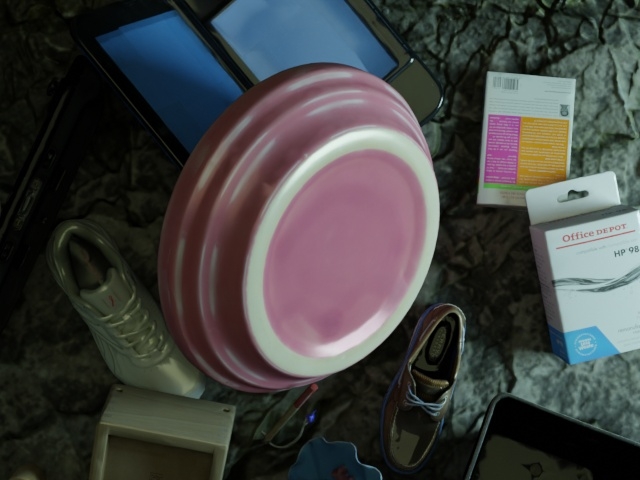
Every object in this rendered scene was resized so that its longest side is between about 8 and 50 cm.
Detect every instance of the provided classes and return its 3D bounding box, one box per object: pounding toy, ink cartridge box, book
[{"bbox_3d":[-0.203,0.241,1.374,0.206,0.094,0.181,11,111,-1],"label":"pounding toy"},{"bbox_3d":[0.280,0.027,1.419,0.104,0.060,0.180,-13,99,-4],"label":"ink cartridge box"},{"bbox_3d":[0.218,-0.105,1.467,0.096,0.035,0.144,6,83,1],"label":"book"}]

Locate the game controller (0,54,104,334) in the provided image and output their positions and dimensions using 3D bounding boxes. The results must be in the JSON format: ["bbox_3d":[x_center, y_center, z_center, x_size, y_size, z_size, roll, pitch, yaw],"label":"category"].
[{"bbox_3d":[-0.298,-0.033,1.365,0.067,0.166,0.319,23,82,-3],"label":"game controller"}]

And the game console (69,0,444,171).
[{"bbox_3d":[-0.056,-0.178,1.386,0.250,0.173,0.293,-40,87,6],"label":"game console"}]

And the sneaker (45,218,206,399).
[{"bbox_3d":[-0.203,0.075,1.382,0.090,0.115,0.232,-41,87,-6],"label":"sneaker"}]

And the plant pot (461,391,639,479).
[{"bbox_3d":[0.214,0.268,1.356,0.188,0.167,0.187,21,83,-1],"label":"plant pot"}]

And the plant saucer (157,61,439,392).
[{"bbox_3d":[0.000,0.000,1.311,0.084,0.332,0.332,26,81,41],"label":"plant saucer"}]

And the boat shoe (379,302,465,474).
[{"bbox_3d":[0.104,0.151,1.414,0.066,0.066,0.183,14,83,-1],"label":"boat shoe"}]

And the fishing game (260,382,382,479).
[{"bbox_3d":[0.020,0.281,1.341,0.041,0.189,0.264,-19,70,-34],"label":"fishing game"}]
